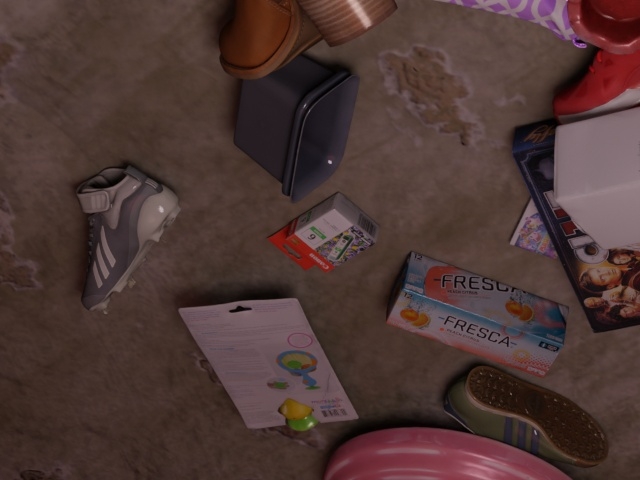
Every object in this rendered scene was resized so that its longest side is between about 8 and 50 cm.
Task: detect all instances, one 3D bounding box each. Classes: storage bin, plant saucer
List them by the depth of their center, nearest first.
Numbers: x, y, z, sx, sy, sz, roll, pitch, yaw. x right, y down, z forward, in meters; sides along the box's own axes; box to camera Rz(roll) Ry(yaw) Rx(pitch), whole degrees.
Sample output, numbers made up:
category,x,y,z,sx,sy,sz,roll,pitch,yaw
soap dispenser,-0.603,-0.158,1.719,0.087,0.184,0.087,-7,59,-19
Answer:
category,x,y,z,sx,sy,sz,roll,pitch,yaw
storage bin,-0.026,-0.123,1.759,0.091,0.098,0.135,36,141,20
plant saucer,0.157,0.335,2.122,0.332,0.084,0.332,12,146,8

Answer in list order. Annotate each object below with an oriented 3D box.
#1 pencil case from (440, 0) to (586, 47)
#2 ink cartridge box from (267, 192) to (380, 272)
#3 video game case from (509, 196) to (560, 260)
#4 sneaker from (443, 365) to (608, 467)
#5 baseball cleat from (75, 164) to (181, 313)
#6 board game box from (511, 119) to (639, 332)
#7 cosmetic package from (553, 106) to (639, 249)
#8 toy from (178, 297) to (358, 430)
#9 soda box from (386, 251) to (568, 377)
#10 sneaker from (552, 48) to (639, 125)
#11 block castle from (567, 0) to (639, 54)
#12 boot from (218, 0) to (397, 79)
category,x,y,z,sx,sy,sz,roll,pitch,yaw
pencil case,0.142,-0.233,1.592,0.206,0.086,0.088,13,103,5
ink cartridge box,0.000,0.000,1.909,0.063,0.029,0.115,39,131,-23
video game case,0.262,-0.008,1.839,0.122,0.011,0.087,18,136,-2
sneaker,0.222,0.203,2.034,0.192,0.064,0.086,28,148,-17
baseball cleat,-0.225,-0.009,1.951,0.109,0.072,0.206,38,129,-3
board game box,0.305,-0.023,1.775,0.165,0.042,0.243,-13,126,24
cosmetic package,0.333,-0.069,1.614,0.231,0.086,0.117,-11,151,27
toy,-0.052,0.125,2.032,0.136,0.056,0.237,-6,137,17
soda box,0.165,0.078,1.920,0.183,0.058,0.063,19,136,-5
sneaker,0.278,-0.190,1.625,0.221,0.087,0.128,-25,104,37
block castle,0.163,-0.365,1.365,0.453,0.213,0.303,33,133,-17
boot,-0.061,-0.263,1.604,0.220,0.109,0.283,57,162,-11
